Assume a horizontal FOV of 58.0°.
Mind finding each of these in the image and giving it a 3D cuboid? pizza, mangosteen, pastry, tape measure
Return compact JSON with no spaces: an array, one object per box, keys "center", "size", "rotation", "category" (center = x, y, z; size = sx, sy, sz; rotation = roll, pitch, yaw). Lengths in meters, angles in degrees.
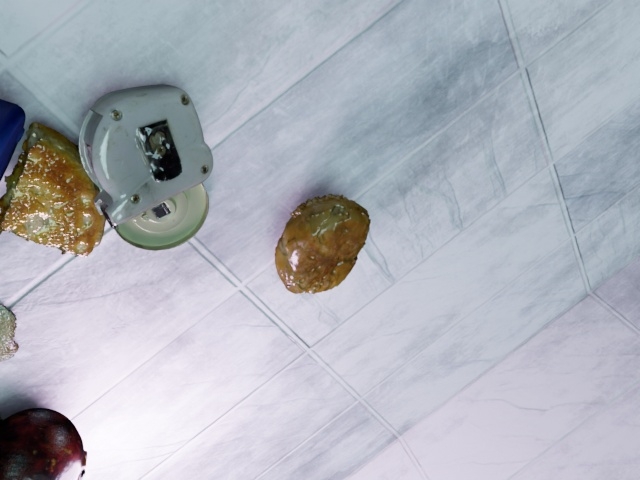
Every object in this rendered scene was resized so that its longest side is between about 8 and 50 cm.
[{"center":[-0.578,-0.089,1.223],"size":[0.226,0.086,0.336],"rotation":[-24,135,-19],"category":"pizza"},{"center":[-0.764,0.573,1.489],"size":[0.311,0.311,0.311],"rotation":[-14,128,-19],"category":"mangosteen"},{"center":[0.000,0.000,1.553],"size":[0.255,0.162,0.311],"rotation":[-2,131,-36],"category":"pastry"},{"center":[-0.367,-0.184,1.209],"size":[0.258,0.130,0.265],"rotation":[-31,128,-26],"category":"tape measure"}]

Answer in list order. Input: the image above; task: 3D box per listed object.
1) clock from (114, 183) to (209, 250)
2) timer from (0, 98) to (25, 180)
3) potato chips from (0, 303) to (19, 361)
[{"center":[-0.383,-0.076,1.383],"size":[0.234,0.029,0.235],"rotation":[-14,128,-19],"category":"clock"},{"center":[-0.750,-0.192,0.990],"size":[0.383,0.270,0.270],"rotation":[25,109,-24],"category":"timer"},{"center":[-0.786,0.212,1.381],"size":[0.142,0.026,0.209],"rotation":[-30,129,-2],"category":"potato chips"}]
